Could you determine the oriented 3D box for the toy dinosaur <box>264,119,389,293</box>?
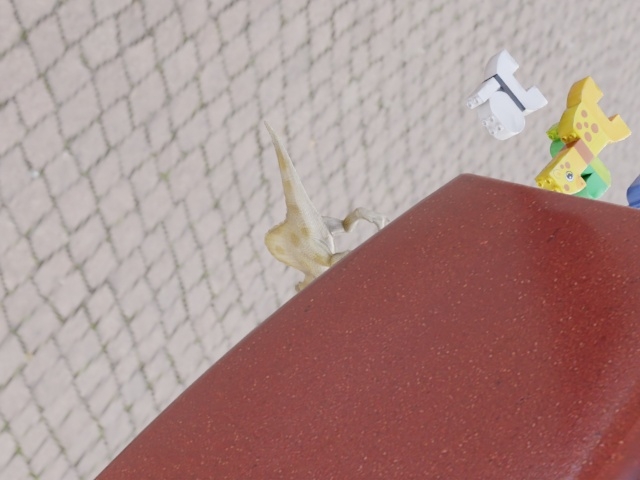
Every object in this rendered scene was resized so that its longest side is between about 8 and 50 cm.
[{"bbox_3d":[0.000,0.000,0.917,0.183,0.093,0.053,78,27,-46],"label":"toy dinosaur"}]

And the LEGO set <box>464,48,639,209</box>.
[{"bbox_3d":[0.202,-0.045,0.969,0.093,0.227,0.087,-45,-171,-29],"label":"LEGO set"}]

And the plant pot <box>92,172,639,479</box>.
[{"bbox_3d":[0.093,0.126,0.473,0.267,0.267,0.235,39,82,-28],"label":"plant pot"}]
